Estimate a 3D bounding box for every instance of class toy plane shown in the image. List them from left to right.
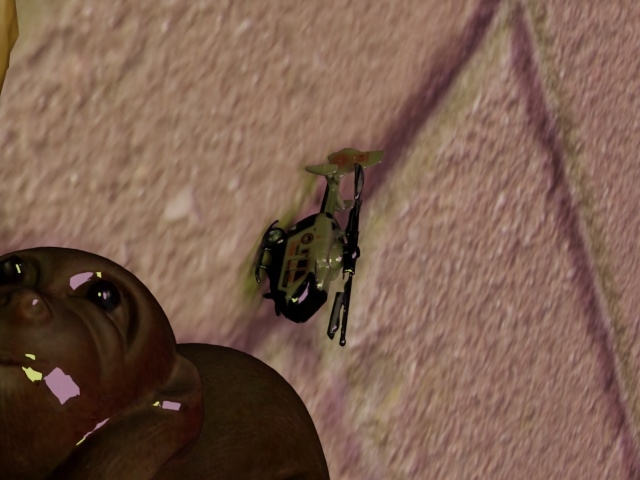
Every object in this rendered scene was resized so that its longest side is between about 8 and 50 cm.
[{"bbox_3d":[0.000,0.000,0.899,0.031,0.049,0.120,60,33,-46],"label":"toy plane"}]

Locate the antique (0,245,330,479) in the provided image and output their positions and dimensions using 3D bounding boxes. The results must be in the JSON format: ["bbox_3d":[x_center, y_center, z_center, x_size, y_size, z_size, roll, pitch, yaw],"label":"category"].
[{"bbox_3d":[-0.075,0.091,0.746,0.257,0.121,0.143,42,48,-51],"label":"antique"}]

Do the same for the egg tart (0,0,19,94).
[{"bbox_3d":[-0.190,-0.089,0.397,0.443,0.178,0.443,0,90,-66],"label":"egg tart"}]
